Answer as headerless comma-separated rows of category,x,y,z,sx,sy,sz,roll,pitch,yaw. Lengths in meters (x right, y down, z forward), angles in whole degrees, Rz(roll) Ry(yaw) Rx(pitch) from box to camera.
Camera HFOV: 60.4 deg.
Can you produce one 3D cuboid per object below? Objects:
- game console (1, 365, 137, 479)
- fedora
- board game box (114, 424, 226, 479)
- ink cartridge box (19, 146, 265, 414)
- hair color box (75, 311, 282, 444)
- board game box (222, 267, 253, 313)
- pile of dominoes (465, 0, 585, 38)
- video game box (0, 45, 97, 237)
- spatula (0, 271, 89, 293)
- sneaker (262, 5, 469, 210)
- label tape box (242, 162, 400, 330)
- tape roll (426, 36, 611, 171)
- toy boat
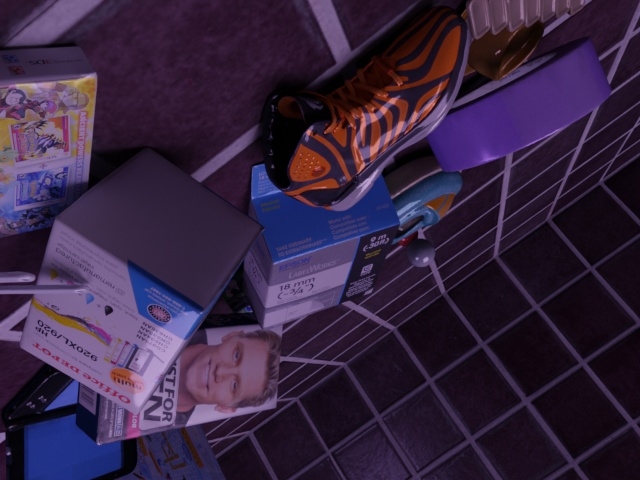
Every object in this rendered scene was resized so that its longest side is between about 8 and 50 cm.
game console,-0.430,0.353,1.066,0.250,0.173,0.293,-42,159,20
fedora,0.270,-0.303,0.818,0.194,0.079,0.194,-30,160,-12
board game box,-0.395,0.516,1.275,0.066,0.319,0.318,-41,158,26
ink cartridge box,-0.212,0.053,0.650,0.233,0.171,0.168,-52,-173,38
hair color box,-0.235,0.228,0.976,0.347,0.174,0.105,2,-177,-43
board game box,-0.097,0.110,1.221,0.213,0.046,0.317,-31,159,-11
pile of dominoes,0.268,-0.371,0.693,0.251,0.040,0.196,-22,136,-24
video game box,-0.304,-0.073,0.488,0.187,0.048,0.205,-16,154,-36
spatula,-0.360,0.039,0.512,0.241,0.019,0.168,-2,163,18
sneaker,0.048,-0.174,0.704,0.180,0.125,0.321,13,120,-49
label tape box,0.000,0.000,0.942,0.240,0.106,0.334,-17,148,-22
tape roll,0.301,-0.212,0.872,0.274,0.090,0.275,-27,-170,5
toy boat,0.196,-0.045,1.182,0.267,0.148,0.318,-33,160,-4
